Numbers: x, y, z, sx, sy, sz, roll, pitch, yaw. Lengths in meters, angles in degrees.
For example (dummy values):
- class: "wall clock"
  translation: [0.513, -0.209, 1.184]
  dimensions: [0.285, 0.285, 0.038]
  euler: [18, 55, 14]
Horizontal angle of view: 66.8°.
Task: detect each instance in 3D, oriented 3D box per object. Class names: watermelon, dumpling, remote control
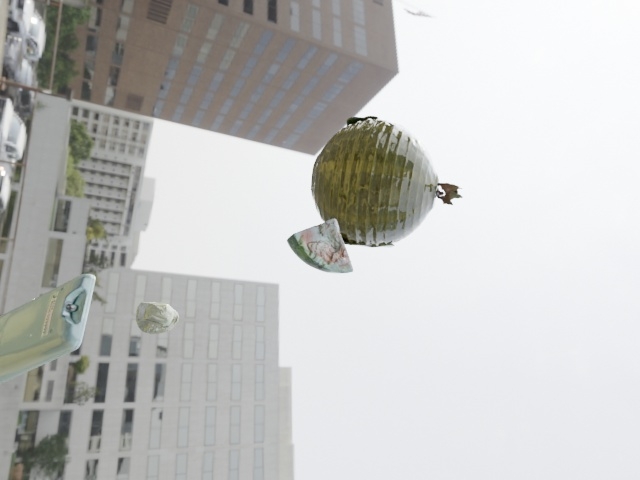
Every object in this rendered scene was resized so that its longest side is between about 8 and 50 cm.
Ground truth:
- class: "watermelon"
  translation: [0.000, 0.000, 0.547]
  dimensions: [0.061, 0.085, 0.085]
  euler: [-54, -148, 7]
- class: "dumpling"
  translation: [-0.305, 0.145, 0.905]
  dimensions: [0.076, 0.052, 0.057]
  euler: [62, 33, -71]
- class: "remote control"
  translation: [-0.416, 0.132, 0.659]
  dimensions: [0.293, 0.051, 0.103]
  euler: [-23, -127, 25]

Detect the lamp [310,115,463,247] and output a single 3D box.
- class: "lamp"
  translation: [0.125, -0.107, 0.917]
  dimensions: [0.250, 0.284, 0.250]
  euler: [7, 90, -73]
